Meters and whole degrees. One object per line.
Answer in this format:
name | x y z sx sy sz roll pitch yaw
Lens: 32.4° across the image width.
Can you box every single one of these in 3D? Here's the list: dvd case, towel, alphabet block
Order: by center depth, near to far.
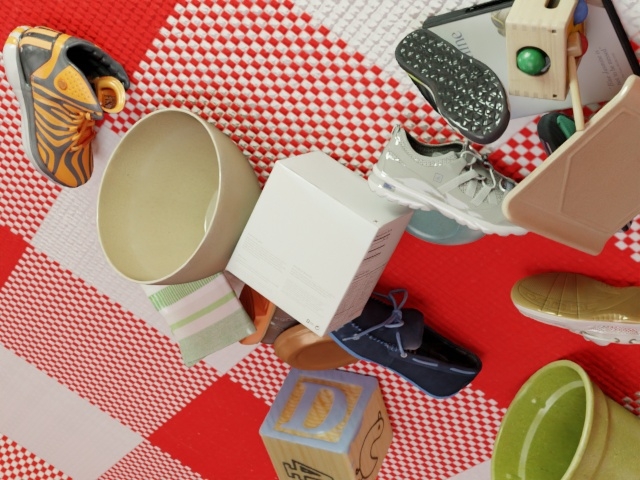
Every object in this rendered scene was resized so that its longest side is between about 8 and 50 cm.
dvd case | 0.278 -0.243 1.446 0.253 0.022 0.180 -8 131 38
towel | -0.267 0.064 2.029 0.248 0.038 0.325 -31 90 50
alphabet block | 0.016 0.388 2.211 0.193 0.192 0.197 10 140 26

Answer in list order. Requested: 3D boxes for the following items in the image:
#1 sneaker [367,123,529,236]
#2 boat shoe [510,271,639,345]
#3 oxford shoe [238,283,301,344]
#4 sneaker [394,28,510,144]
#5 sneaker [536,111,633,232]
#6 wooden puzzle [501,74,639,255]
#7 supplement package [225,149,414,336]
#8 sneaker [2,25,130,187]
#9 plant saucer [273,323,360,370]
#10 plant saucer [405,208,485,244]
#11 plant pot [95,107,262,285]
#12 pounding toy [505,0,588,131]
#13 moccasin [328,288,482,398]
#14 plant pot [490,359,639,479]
sneaker | 0.215 -0.087 1.599 0.281 0.105 0.115 14 113 -3
boat shoe | 0.434 0.121 1.712 0.277 0.098 0.096 9 138 21
oxford shoe | -0.038 0.063 1.953 0.133 0.130 0.363 7 144 -23
sneaker | 0.182 -0.192 1.424 0.084 0.234 0.097 -37 138 6
sneaker | 0.345 -0.084 1.542 0.098 0.083 0.223 -10 131 47
wooden puzzle | 0.372 -0.093 1.413 0.221 0.044 0.238 17 125 -40
supplement package | 0.000 0.000 1.705 0.194 0.149 0.203 34 114 17
sneaker | -0.402 -0.203 1.833 0.180 0.124 0.321 12 140 21
plant saucer | 0.014 0.195 2.027 0.200 0.037 0.200 -8 154 -4
plant saucer | 0.175 -0.050 1.724 0.195 0.037 0.195 18 142 14
plant pot | -0.202 -0.055 1.803 0.284 0.284 0.191 -7 165 37
pounding toy | 0.283 -0.228 1.325 0.100 0.141 0.130 10 139 22
moccasin | 0.142 0.155 1.931 0.342 0.137 0.117 29 133 -29
plant pot | 0.474 0.381 1.885 0.254 0.276 0.276 26 144 -15
